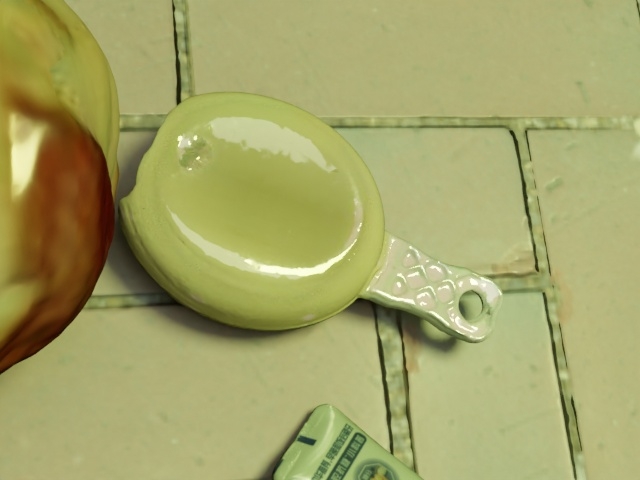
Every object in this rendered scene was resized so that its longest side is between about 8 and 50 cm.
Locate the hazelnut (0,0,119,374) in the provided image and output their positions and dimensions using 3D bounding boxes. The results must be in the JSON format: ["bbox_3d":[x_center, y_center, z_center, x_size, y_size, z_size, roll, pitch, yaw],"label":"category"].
[{"bbox_3d":[-0.225,-0.027,0.532,0.261,0.241,0.261,24,43,-24],"label":"hazelnut"}]

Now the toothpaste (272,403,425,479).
[{"bbox_3d":[0.082,0.180,0.620,0.239,0.039,0.062,36,55,1],"label":"toothpaste"}]

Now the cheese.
[{"bbox_3d":[0.000,0.000,0.649,0.227,0.064,0.137,24,69,-6],"label":"cheese"}]
